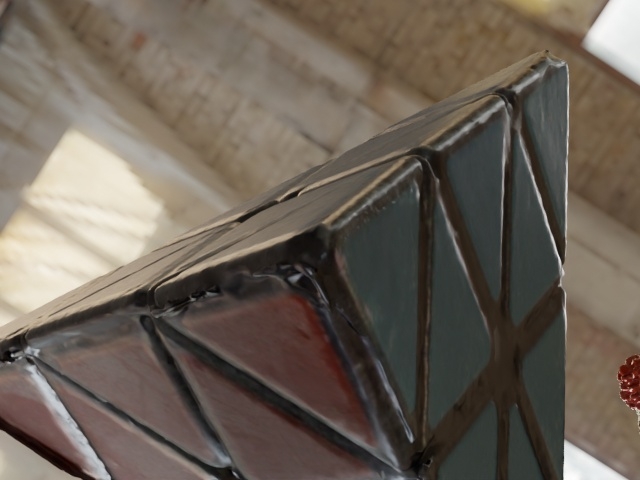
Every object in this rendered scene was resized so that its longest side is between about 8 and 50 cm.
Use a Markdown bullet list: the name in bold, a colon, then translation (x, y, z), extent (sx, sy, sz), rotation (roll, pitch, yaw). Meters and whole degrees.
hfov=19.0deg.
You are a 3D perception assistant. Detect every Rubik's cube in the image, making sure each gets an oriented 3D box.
- **Rubik's cube**: translation (0.000, 0.000, 0.544), extent (0.178, 0.190, 0.211), rotation (-54, 144, -32)

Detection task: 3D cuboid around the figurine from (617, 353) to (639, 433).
- **figurine**: translation (0.140, 0.090, 0.678), extent (0.047, 0.060, 0.106), rotation (-34, -118, 51)
